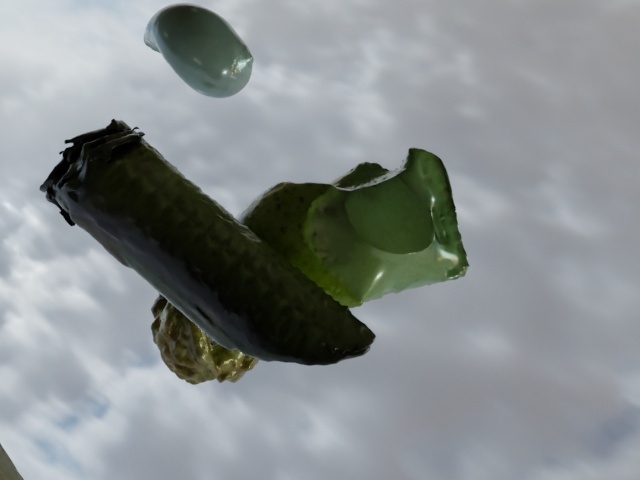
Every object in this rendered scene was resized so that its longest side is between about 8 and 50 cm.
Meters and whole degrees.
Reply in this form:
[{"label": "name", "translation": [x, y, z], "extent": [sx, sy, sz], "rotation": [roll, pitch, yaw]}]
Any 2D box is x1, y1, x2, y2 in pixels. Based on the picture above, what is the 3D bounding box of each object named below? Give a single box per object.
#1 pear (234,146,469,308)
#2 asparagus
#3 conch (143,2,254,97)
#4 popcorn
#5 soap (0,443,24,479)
[{"label": "pear", "translation": [0.000, 0.000, 0.936], "extent": [0.282, 0.286, 0.176], "rotation": [-15, -92, -27]}, {"label": "asparagus", "translation": [-0.121, 0.020, 0.777], "extent": [0.382, 0.128, 0.108], "rotation": [39, -167, 10]}, {"label": "conch", "translation": [-0.199, -0.321, 1.260], "extent": [0.121, 0.185, 0.221], "rotation": [-46, -123, 2]}, {"label": "popcorn", "translation": [-0.175, 0.131, 1.187], "extent": [0.197, 0.155, 0.197], "rotation": [7, -103, -33]}, {"label": "soap", "translation": [-0.313, 0.200, 0.354], "extent": [0.335, 0.156, 0.293], "rotation": [-32, -89, 3]}]
